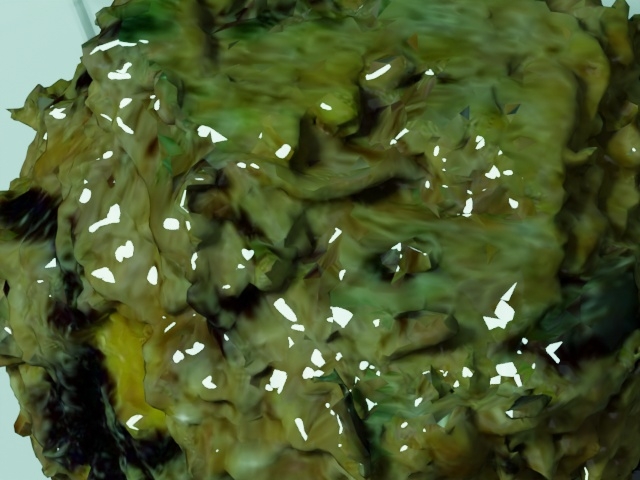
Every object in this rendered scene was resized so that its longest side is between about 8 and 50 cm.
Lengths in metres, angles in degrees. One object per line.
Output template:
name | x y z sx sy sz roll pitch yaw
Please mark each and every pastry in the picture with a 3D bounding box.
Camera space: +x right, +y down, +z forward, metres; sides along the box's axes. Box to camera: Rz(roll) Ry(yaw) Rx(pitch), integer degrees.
pastry | 0.000 0.000 0.568 0.275 0.275 0.193 -18 137 11

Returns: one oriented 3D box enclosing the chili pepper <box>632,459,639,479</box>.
chili pepper | 0.192 0.178 0.640 0.148 0.116 0.264 -16 95 0
